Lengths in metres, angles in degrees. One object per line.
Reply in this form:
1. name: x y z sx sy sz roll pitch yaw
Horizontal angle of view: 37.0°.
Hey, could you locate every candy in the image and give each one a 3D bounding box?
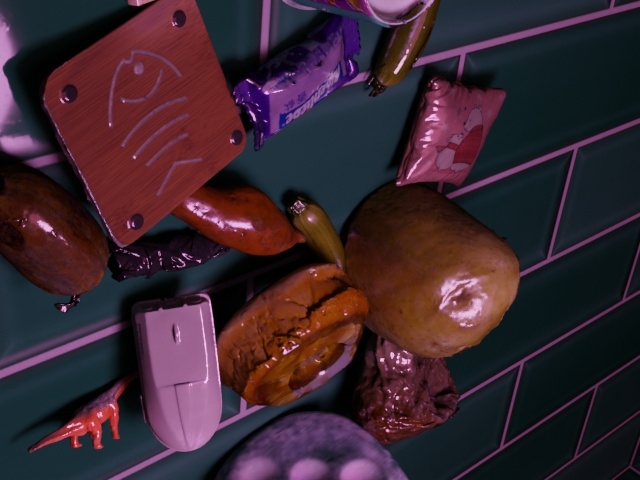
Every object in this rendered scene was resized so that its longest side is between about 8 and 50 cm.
1. candy: -0.031 -0.261 1.537 0.275 0.070 0.145 -41 147 -26

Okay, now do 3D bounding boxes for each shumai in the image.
1. shumai: 0.156 0.276 2.087 0.346 0.217 0.283 -33 105 -54

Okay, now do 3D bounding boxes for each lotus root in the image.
1. lotus root: -0.373 -0.013 1.297 0.123 0.124 0.241 -34 142 -4

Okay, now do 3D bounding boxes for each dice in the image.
1. dice: -0.019 0.578 1.943 0.348 0.328 0.331 -31 135 -29

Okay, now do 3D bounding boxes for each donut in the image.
1. donut: -0.039 0.179 1.718 0.330 0.160 0.330 -40 157 -21

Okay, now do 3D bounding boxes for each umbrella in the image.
1. umbrella: -0.238 0.019 1.526 0.235 0.059 0.066 -12 82 -46

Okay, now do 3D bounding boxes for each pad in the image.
1. pad: -0.239 -0.174 1.357 0.286 0.018 0.284 -45 133 -31

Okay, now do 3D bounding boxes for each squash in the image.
1. squash: 0.160 -0.390 1.645 0.080 0.071 0.319 -4 119 -45
2. squash: 0.000 0.000 1.760 0.069 0.069 0.258 -43 141 -16

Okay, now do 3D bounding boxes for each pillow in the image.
1. pillow: 0.251 -0.205 1.868 0.236 0.084 0.223 -2 119 -44

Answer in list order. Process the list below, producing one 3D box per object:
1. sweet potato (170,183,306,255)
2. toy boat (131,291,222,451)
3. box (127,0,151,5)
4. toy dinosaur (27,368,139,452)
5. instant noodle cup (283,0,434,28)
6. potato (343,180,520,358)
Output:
1. sweet potato: -0.130 -0.038 1.554 0.359 0.112 0.112 20 101 -52
2. toy boat: -0.238 0.213 1.594 0.140 0.140 0.270 -23 125 -35
3. box: -0.202 -0.376 1.305 0.149 0.020 0.073 -30 136 -29
4. toy dinosaur: -0.358 0.287 1.588 0.279 0.055 0.102 -27 129 -51
5. instant noodle cup: 0.067 -0.435 1.415 0.251 0.190 0.251 -27 134 -33
6. potato: 0.206 0.062 1.815 0.212 0.280 0.331 16 93 -50
